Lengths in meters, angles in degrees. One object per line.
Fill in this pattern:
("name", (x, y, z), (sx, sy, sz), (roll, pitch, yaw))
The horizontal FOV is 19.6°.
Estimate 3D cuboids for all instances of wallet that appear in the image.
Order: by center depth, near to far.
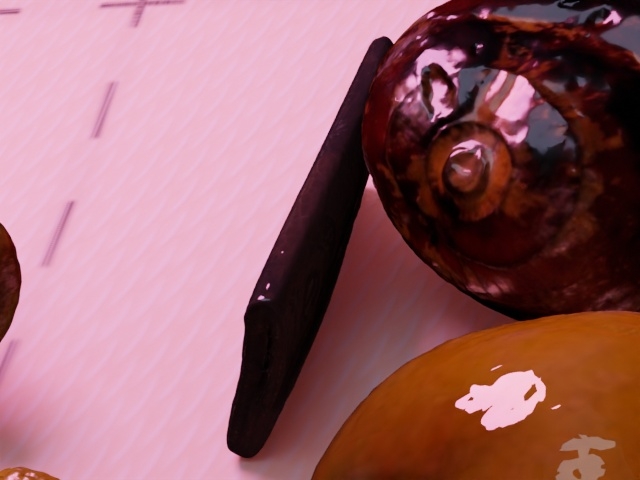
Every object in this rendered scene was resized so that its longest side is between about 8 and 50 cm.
("wallet", (0.000, 0.000, 1.395), (0.044, 0.170, 0.321), (18, 45, 6))

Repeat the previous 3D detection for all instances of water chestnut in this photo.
("water chestnut", (0.170, -0.060, 1.354), (0.289, 0.244, 0.289), (-5, 47, 6))

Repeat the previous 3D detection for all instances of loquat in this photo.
("loquat", (0.154, 0.202, 1.016), (0.359, 0.328, 0.328), (21, 29, -28))

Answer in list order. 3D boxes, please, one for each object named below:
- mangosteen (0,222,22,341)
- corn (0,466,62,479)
("mangosteen", (-0.434, 0.041, 1.362), (0.435, 0.382, 0.382), (1, 25, -40))
("corn", (-0.152, 0.224, 1.228), (0.261, 0.097, 0.097), (21, 51, 34))
